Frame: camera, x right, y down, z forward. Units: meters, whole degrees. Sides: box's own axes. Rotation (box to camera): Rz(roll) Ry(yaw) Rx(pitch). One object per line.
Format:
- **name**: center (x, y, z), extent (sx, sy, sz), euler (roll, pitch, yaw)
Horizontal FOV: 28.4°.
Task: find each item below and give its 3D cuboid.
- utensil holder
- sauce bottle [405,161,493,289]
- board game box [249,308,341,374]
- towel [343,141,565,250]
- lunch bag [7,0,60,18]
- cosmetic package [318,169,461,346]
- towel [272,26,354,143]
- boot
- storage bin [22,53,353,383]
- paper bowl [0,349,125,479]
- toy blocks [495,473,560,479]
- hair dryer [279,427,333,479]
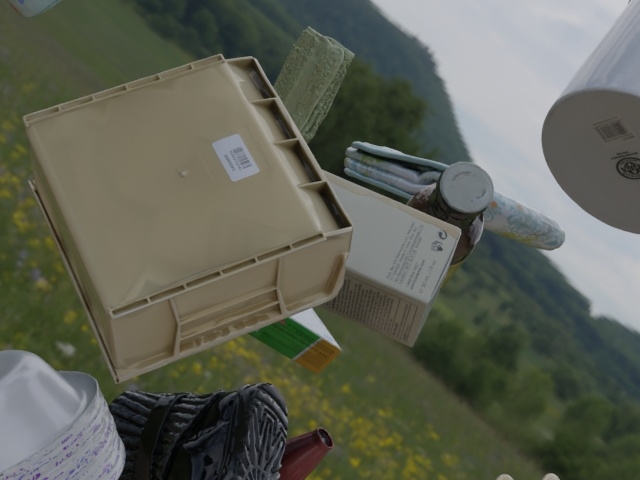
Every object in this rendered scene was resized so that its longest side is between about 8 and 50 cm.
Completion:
- **utensil holder**: center (0.594, -0.239, 2.132), extent (0.328, 0.385, 0.327), euler (27, -34, 20)
- **sauce bottle**: center (0.156, -0.013, 1.704), extent (0.111, 0.111, 0.344), euler (39, -21, 7)
- **board game box**: center (-0.119, 0.074, 2.216), extent (0.242, 0.064, 0.316), euler (36, 12, -42)
- **towel**: center (0.261, -0.095, 2.516), extent (0.320, 0.090, 0.374), euler (17, 6, -40)
- **lunch bag**: center (-0.346, -0.438, 1.782), extent (0.108, 0.279, 0.224), euler (51, -3, -26)
- **cosmetic package**: center (0.000, 0.000, 1.533), extent (0.309, 0.113, 0.160), euler (25, -23, 7)
- **towel**: center (-0.021, -0.212, 1.736), extent (0.027, 0.148, 0.110), euler (19, 12, -47)
- **boot**: center (-0.198, 0.345, 1.693), extent (0.260, 0.348, 0.131), euler (-9, -48, 25)
- **storage bin**: center (-0.137, -0.035, 1.288), extent (0.123, 0.260, 0.262), euler (95, -30, -56)
- **paper bowl**: center (-0.357, 0.216, 1.307), extent (0.284, 0.284, 0.148), euler (-140, -151, -73)
- **toy blocks**: center (0.179, 0.288, 1.266), extent (0.148, 0.054, 0.123), euler (-11, -63, 34)
- **hair dryer**: center (-0.070, 0.405, 1.866), extent (0.223, 0.293, 0.080), euler (13, -21, 49)
